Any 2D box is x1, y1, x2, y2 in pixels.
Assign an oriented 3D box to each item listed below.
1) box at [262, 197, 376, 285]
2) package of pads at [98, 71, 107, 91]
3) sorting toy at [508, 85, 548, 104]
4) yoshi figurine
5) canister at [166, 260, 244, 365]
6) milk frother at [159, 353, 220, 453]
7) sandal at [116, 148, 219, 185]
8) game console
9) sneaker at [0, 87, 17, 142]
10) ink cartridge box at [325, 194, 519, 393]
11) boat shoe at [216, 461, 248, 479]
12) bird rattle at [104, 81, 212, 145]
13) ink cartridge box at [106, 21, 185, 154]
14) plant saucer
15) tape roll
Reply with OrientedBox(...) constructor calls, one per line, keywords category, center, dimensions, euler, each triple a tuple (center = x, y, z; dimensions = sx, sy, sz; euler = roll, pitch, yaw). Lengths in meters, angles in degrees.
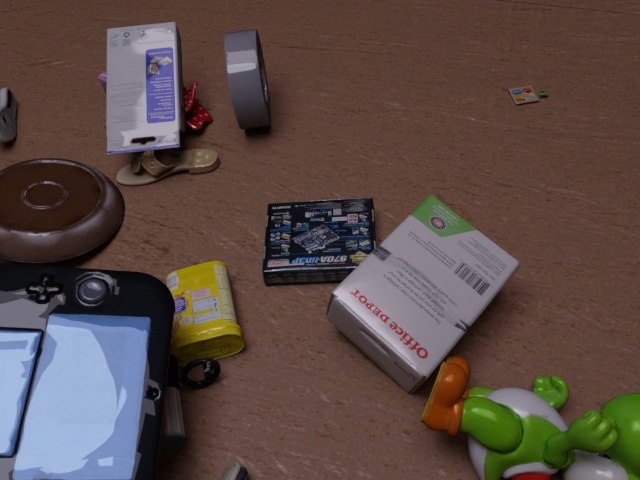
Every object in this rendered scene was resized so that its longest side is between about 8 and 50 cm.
OrientedBox(category="box", center=(0.000, 0.000, 1.140), dimensions=(0.220, 0.051, 0.175), euler=(-3, 52, 4))
OrientedBox(category="package of pads", center=(-0.539, -0.408, 1.522), dimensions=(0.083, 0.050, 0.032), euler=(21, 62, 22))
OrientedBox(category="sorting toy", center=(0.498, -0.352, 1.384), dimensions=(0.083, 0.012, 0.062), euler=(-10, 51, -1))
OrientedBox(category="yoshi figurine", center=(0.342, 0.253, 0.818), dimensions=(0.362, 0.203, 0.204), euler=(21, 51, 18))
OrientedBox(category="canister", center=(-0.213, 0.128, 1.051), dimensions=(0.126, 0.073, 0.170), euler=(-14, 50, -5))
OrientedBox(category="milk frother", center=(-0.226, 0.256, 0.919), dimensions=(0.143, 0.129, 0.135), euler=(-13, 59, -7))
OrientedBox(category="sandal", center=(-0.356, -0.190, 1.312), dimensions=(0.239, 0.079, 0.088), euler=(-8, 52, 1))
OrientedBox(category="game console", center=(-0.387, 0.208, 0.790), dimensions=(0.341, 0.060, 0.387), euler=(7, 56, -15))
OrientedBox(category="sneaker", center=(-0.842, -0.299, 1.463), dimensions=(0.121, 0.079, 0.217), euler=(-18, 44, -4))
OrientedBox(category="ink cartridge box", center=(0.170, 0.087, 0.986), dimensions=(0.198, 0.115, 0.273), euler=(41, 65, 15))
OrientedBox(category="boat shoe", center=(-0.148, 0.432, 0.816), dimensions=(0.079, 0.084, 0.233), euler=(34, 46, -16))
OrientedBox(category="bird rattle", center=(-0.406, -0.306, 1.413), dimensions=(0.253, 0.143, 0.207), euler=(30, 71, 11))
OrientedBox(category="ink cartridge box", center=(-0.398, -0.337, 1.320), dimensions=(0.165, 0.065, 0.333), euler=(-5, 71, -1))
OrientedBox(category="plant saucer", center=(-0.576, -0.082, 1.218), dimensions=(0.310, 0.050, 0.311), euler=(7, 43, -7))
OrientedBox(category="tape roll", center=(-0.166, -0.372, 1.344), dimensions=(0.072, 0.219, 0.219), euler=(-8, 51, 0))
